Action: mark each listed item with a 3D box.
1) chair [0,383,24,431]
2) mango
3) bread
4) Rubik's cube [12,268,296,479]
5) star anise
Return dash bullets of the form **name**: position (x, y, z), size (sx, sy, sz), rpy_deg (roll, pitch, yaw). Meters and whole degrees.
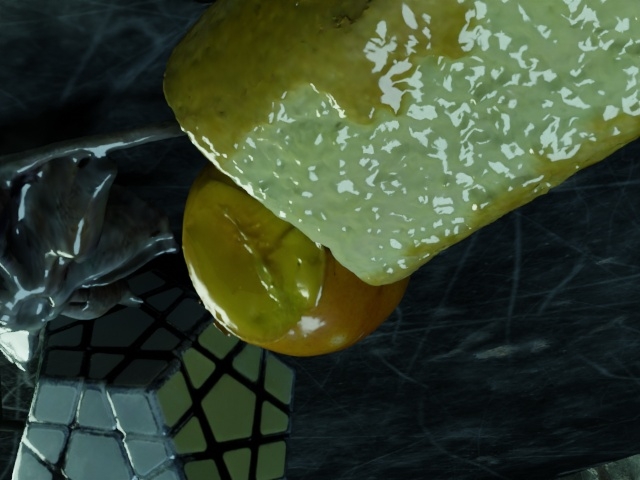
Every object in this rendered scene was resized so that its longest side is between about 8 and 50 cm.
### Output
- **chair**: position (-0.457, 0.144, 1.080), size (0.141, 0.154, 0.260), rpy_deg (-31, 150, 35)
- **mango**: position (0.000, 0.000, 0.886), size (0.138, 0.187, 0.257), rpy_deg (-53, 161, 24)
- **bread**: position (0.091, -0.143, 0.636), size (0.237, 0.165, 0.375), rpy_deg (40, 130, -17)
- **Rubik's cube**: position (-0.176, 0.192, 1.116), size (0.264, 0.319, 0.319), rpy_deg (-54, 153, -9)
- **star anise**: position (-0.249, 0.003, 0.915), size (0.360, 0.139, 0.316), rpy_deg (-16, 158, -25)
